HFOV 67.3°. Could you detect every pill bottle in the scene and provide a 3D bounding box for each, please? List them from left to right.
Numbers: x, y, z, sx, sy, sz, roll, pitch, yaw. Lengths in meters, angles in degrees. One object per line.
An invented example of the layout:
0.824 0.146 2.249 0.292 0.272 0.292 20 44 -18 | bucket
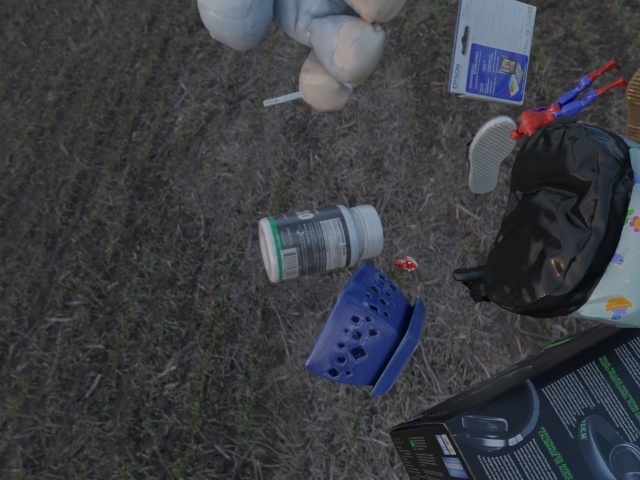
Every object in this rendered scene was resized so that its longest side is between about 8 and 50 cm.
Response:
0.000 0.000 1.511 0.360 0.204 0.204 -11 52 -14 | pill bottle

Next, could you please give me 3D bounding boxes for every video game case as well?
-0.062 -0.399 1.321 0.157 0.019 0.143 -21 19 -22 | video game case

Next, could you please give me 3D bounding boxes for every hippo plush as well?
-0.030 -0.343 0.621 0.236 0.234 0.295 18 56 -18 | hippo plush

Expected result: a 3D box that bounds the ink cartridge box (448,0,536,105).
0.513 -0.587 1.474 0.306 0.304 0.072 1 10 -24 | ink cartridge box

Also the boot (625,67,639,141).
0.759 -0.362 1.057 0.090 0.248 0.207 34 74 30 | boot

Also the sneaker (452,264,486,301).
0.367 0.106 1.118 0.170 0.089 0.051 -7 11 -38 | sneaker

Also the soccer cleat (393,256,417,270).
0.188 0.047 1.025 0.035 0.083 0.029 -32 94 -18 | soccer cleat

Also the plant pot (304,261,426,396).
0.125 0.227 1.194 0.212 0.236 0.236 28 24 7 | plant pot

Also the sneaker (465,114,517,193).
0.514 -0.289 1.487 0.126 0.321 0.128 3 60 5 | sneaker

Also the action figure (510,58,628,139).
0.624 -0.321 1.211 0.280 0.139 0.092 -28 59 41 | action figure

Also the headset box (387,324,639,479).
0.239 0.185 0.482 0.282 0.246 0.131 -22 70 -11 | headset box

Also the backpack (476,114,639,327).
0.226 0.004 0.347 0.181 0.152 0.115 12 14 -17 | backpack
